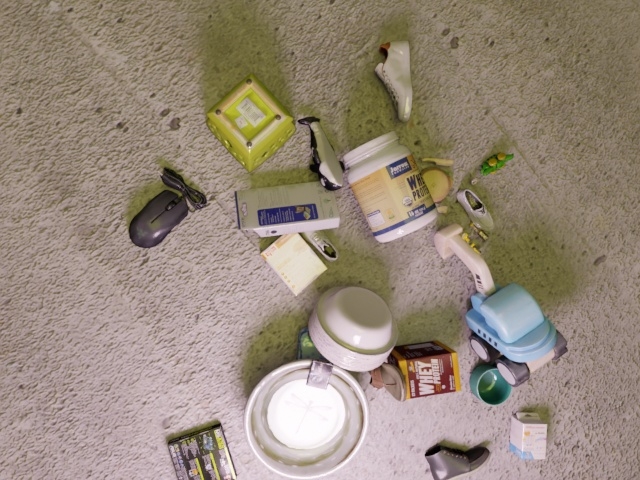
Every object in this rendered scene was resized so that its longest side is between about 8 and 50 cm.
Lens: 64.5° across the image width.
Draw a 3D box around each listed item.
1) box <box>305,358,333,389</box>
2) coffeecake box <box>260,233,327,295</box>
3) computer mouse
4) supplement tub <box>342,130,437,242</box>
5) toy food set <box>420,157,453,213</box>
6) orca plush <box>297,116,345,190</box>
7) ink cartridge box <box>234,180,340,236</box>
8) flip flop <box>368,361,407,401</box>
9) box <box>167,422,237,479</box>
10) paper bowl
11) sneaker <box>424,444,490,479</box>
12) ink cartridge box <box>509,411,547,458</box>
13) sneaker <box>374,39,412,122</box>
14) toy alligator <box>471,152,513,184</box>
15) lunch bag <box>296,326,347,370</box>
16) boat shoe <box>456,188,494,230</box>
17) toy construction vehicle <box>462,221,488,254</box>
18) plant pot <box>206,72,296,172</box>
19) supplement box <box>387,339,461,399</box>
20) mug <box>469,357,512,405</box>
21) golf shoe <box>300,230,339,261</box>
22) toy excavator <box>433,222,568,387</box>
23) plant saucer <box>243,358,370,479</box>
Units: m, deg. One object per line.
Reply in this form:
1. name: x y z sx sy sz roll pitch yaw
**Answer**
1. box: -0.003 0.411 1.559 0.067 0.018 0.083 15 95 -8
2. coffeecake box: -0.091 0.069 1.717 0.142 0.068 0.185 -40 95 -6
3. computer mouse: -0.524 -0.092 1.660 0.188 0.072 0.272 40 85 -6
4. supplement tub: 0.225 -0.176 1.678 0.228 0.228 0.316 -26 93 -7
5. toy food set: 0.402 -0.196 1.801 0.132 0.038 0.192 6 95 0
6. orca plush: -0.016 -0.279 1.710 0.102 0.151 0.287 -33 79 31
7. ink cartridge box: -0.112 -0.105 1.683 0.332 0.065 0.165 -6 60 -8
8. flip flop: 0.183 0.434 1.657 0.080 0.277 0.112 -16 123 -29
9. box: -0.392 0.732 1.691 0.184 0.045 0.191 -18 91 -9
10. paper bowl: 0.114 0.261 1.626 0.284 0.284 0.148 17 128 -7
11. sneaker: 0.483 0.758 1.782 0.222 0.083 0.118 -25 93 -6
12. ink cartridge box: 0.741 0.691 1.811 0.092 0.090 0.143 3 90 -7
13. sneaker: 0.250 -0.544 1.753 0.123 0.106 0.290 -3 81 -1
14. toy alligator: 0.604 -0.268 1.818 0.189 0.056 0.051 -33 52 -5
15. lunch bag: 0.008 0.402 1.721 0.176 0.090 0.219 3 91 -10
16. boat shoe: 0.560 -0.110 1.803 0.066 0.063 0.184 -35 94 -6
17. toy construction vehicle: 0.551 -0.004 1.821 0.098 0.035 0.086 42 96 -3
18. plant pot: -0.223 -0.383 1.633 0.227 0.207 0.228 -43 94 -5
19. supplement box: 0.341 0.431 1.710 0.194 0.191 0.129 -7 92 -7
20. mug: 0.604 0.498 1.791 0.157 0.097 0.129 -26 93 -7
21. golf shoe: 0.000 0.000 1.721 0.176 0.086 0.069 43 87 -4
22. toy excavator: 0.581 0.189 1.704 0.222 0.433 0.445 -29 120 -11
23. plant saucer: -0.045 0.561 1.633 0.400 0.100 0.401 -1 96 -5
